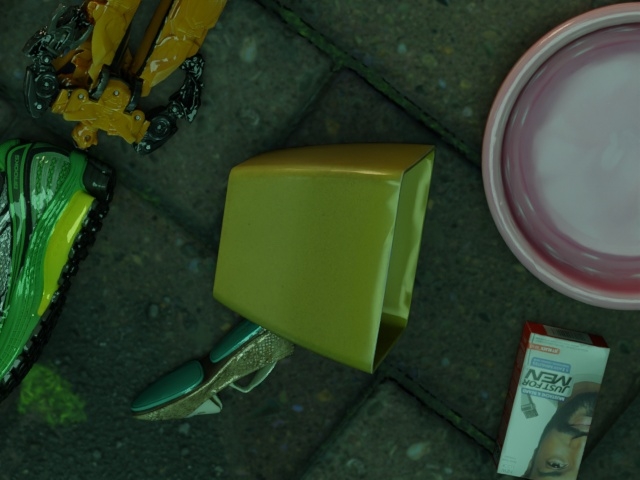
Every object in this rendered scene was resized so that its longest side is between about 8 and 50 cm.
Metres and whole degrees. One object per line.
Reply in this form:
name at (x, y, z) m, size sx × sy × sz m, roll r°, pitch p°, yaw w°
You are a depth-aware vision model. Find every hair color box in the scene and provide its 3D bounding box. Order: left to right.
hair color box at (0.257, 0.184, 2.017) m, size 0.093 × 0.053 × 0.167 m, roll 11°, pitch 103°, yaw -3°

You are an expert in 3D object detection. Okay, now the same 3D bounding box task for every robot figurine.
robot figurine at (-0.194, -0.230, 1.891) m, size 0.211 × 0.085 × 0.291 m, roll 21°, pitch 104°, yaw -35°

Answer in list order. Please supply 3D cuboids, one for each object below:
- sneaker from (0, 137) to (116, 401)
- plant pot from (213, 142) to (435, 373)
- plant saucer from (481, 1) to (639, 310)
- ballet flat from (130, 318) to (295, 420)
sneaker at (-0.351, 0.049, 1.963) m, size 0.146 × 0.134 × 0.343 m, roll 25°, pitch 93°, yaw 2°
plant pot at (0.000, 0.000, 1.909) m, size 0.187 × 0.212 × 0.212 m, roll 10°, pitch 103°, yaw 11°
plant saucer at (0.337, -0.092, 1.940) m, size 0.332 × 0.084 × 0.332 m, roll 0°, pitch 102°, yaw 0°
ballet flat at (-0.114, 0.155, 2.006) m, size 0.206 × 0.073 × 0.067 m, roll -33°, pitch 115°, yaw 11°
